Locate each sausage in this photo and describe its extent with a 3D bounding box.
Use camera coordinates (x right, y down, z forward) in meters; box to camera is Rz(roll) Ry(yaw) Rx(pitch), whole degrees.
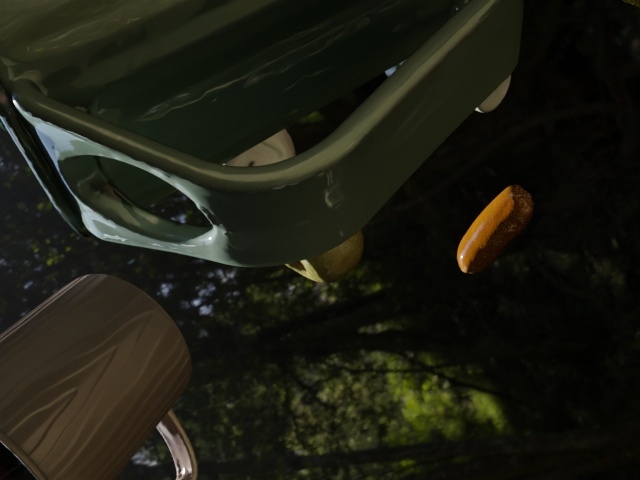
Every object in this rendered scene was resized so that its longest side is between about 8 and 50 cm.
[{"bbox_3d":[0.373,-0.024,1.898,0.098,0.238,0.098,19,-139,-17],"label":"sausage"}]

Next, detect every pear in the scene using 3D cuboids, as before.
[{"bbox_3d":[0.000,0.000,1.602,0.136,0.167,0.167,-47,-72,-21],"label":"pear"}]

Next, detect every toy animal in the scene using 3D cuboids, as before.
[{"bbox_3d":[-0.170,-0.192,1.740,0.265,0.272,0.206,27,-117,9],"label":"toy animal"}]

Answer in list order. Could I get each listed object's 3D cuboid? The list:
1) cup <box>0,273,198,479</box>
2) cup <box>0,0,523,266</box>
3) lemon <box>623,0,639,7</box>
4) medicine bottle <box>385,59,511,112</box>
[{"bbox_3d":[-0.279,0.208,1.040,0.288,0.208,0.273,31,-137,9],"label":"cup"},{"bbox_3d":[-0.053,-0.176,0.597,0.401,0.392,0.310,63,171,6],"label":"cup"},{"bbox_3d":[0.291,-0.239,0.493,0.268,0.322,0.268,-24,-90,-90],"label":"lemon"},{"bbox_3d":[0.189,-0.258,1.340,0.086,0.183,0.086,-26,-50,-36],"label":"medicine bottle"}]
